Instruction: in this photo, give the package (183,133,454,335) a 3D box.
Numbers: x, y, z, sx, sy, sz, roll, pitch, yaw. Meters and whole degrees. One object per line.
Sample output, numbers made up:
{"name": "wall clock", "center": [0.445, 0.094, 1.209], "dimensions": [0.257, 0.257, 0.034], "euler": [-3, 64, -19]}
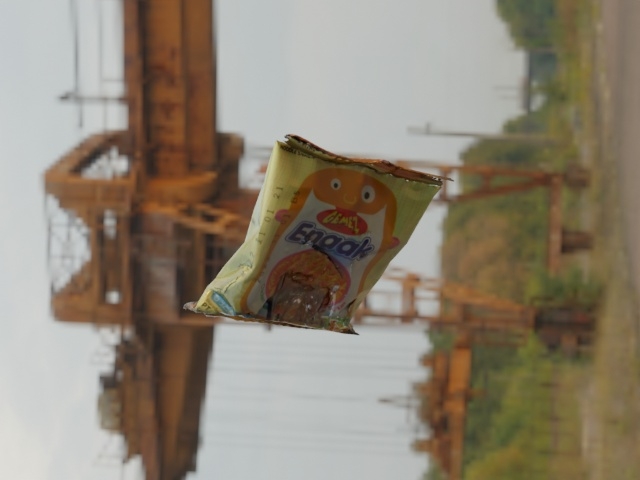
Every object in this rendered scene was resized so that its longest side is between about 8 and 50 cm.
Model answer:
{"name": "package", "center": [-0.001, 0.002, 0.806], "dimensions": [0.120, 0.108, 0.031], "euler": [-60, 39, 25]}
